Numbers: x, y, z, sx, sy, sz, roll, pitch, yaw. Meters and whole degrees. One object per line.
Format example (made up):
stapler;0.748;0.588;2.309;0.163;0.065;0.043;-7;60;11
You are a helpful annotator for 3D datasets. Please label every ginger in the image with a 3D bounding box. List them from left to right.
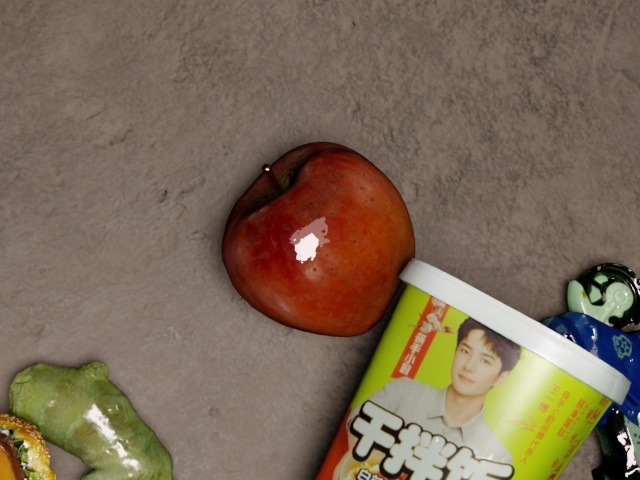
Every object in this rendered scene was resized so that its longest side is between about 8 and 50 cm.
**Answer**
ginger;-0.244;0.261;0.919;0.137;0.089;0.289;-26;95;11

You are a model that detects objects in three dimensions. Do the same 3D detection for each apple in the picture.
apple;0.001;-0.002;0.949;0.234;0.234;0.233;2;82;-13

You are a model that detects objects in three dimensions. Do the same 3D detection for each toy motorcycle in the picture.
toy motorcycle;0.386;0.200;1.061;0.196;0.125;0.331;-16;83;-13

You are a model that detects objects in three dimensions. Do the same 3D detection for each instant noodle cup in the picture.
instant noodle cup;0.151;0.220;0.908;0.294;0.294;0.307;30;90;-8

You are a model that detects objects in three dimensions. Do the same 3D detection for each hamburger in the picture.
hamburger;-0.355;0.245;0.868;0.087;0.166;0.137;-30;116;-53
